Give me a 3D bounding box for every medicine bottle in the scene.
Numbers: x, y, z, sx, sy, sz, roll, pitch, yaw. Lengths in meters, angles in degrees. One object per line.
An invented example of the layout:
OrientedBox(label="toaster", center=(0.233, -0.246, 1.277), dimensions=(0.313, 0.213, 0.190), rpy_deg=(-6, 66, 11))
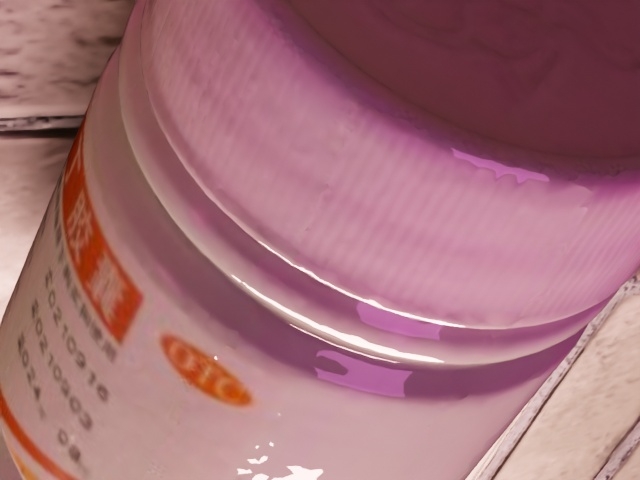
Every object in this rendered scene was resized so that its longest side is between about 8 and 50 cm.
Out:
OrientedBox(label="medicine bottle", center=(0.000, 0.000, 0.703), dimensions=(0.202, 0.202, 0.316), rpy_deg=(-1, 142, -28))
